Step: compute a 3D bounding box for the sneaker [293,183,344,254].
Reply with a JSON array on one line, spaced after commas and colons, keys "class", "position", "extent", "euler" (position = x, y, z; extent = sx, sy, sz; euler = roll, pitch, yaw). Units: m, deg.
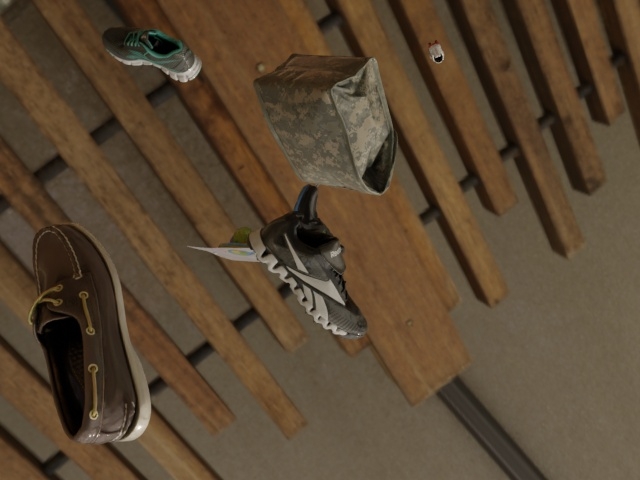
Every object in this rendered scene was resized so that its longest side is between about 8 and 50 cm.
[{"class": "sneaker", "position": [0.000, 0.000, 1.325], "extent": [0.078, 0.188, 0.067], "euler": [-9, -179, 14]}]

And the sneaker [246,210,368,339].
[{"class": "sneaker", "position": [0.003, 0.049, 1.208], "extent": [0.106, 0.234, 0.078], "euler": [-40, -170, 23]}]

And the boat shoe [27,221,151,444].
[{"class": "boat shoe", "position": [-0.323, 0.112, 1.065], "extent": [0.116, 0.096, 0.324], "euler": [-35, -114, 28]}]

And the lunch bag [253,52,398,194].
[{"class": "lunch bag", "position": [0.025, -0.236, 1.715], "extent": [0.235, 0.287, 0.169], "euler": [14, -136, 42]}]

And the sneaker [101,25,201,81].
[{"class": "sneaker", "position": [-0.265, -0.303, 1.246], "extent": [0.166, 0.076, 0.065], "euler": [18, -105, 11]}]

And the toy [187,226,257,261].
[{"class": "toy", "position": [-0.116, 0.007, 1.510], "extent": [0.237, 0.137, 0.056], "euler": [5, -100, 36]}]

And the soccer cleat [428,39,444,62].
[{"class": "soccer cleat", "position": [0.217, -0.344, 1.509], "extent": [0.029, 0.036, 0.083], "euler": [-19, 170, 10]}]
